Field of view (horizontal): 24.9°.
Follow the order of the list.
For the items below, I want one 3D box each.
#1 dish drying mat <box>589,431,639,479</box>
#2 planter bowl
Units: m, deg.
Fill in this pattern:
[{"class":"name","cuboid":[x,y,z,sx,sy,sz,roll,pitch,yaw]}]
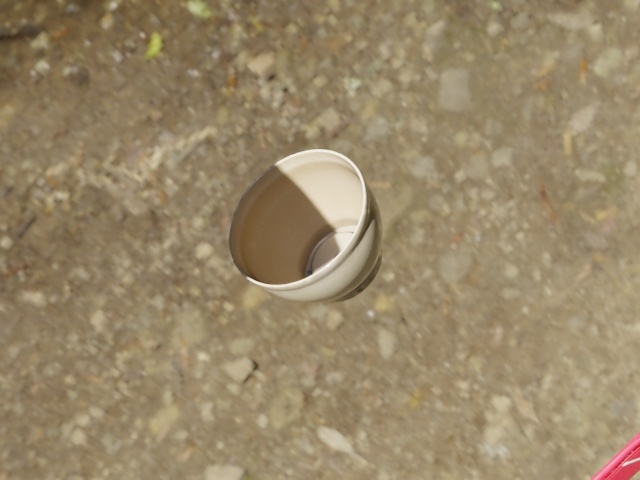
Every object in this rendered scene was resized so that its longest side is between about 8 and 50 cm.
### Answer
[{"class":"dish drying mat","cuboid":[0.165,0.146,0.850,0.083,0.032,0.008,-43,54,-3]},{"class":"planter bowl","cuboid":[0.000,0.000,1.528,0.162,0.109,0.162,-16,55,24]}]
